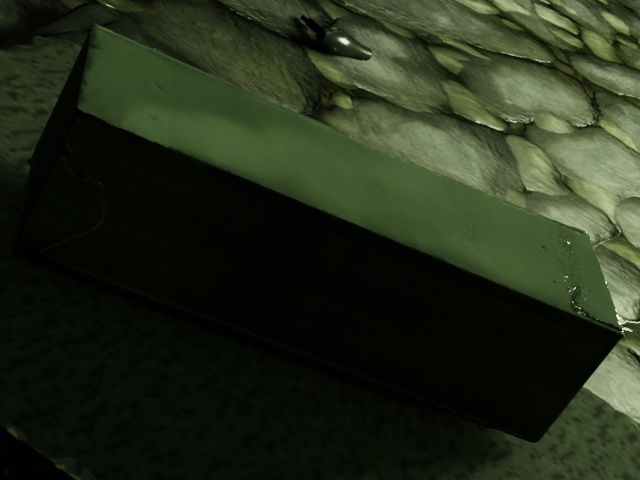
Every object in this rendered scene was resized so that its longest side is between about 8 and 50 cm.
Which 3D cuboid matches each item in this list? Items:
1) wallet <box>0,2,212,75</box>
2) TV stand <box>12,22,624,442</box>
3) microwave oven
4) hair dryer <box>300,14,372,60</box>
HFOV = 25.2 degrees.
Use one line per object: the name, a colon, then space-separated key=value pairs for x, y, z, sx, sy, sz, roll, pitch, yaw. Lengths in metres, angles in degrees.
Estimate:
wallet: x=-0.169 y=-0.105 z=1.217 sx=0.247 sy=0.041 sz=0.323 roll=32 pitch=30 yaw=6
TV stand: x=0.000 y=0.000 z=0.668 sx=0.269 sy=0.083 sz=0.088 roll=23 pitch=31 yaw=-17
microwave oven: x=-0.075 y=0.132 z=0.719 sx=0.432 sy=0.236 sz=0.374 roll=34 pitch=27 yaw=5
hair dryer: x=0.011 y=-0.232 z=1.607 sx=0.079 sy=0.031 sz=0.083 roll=15 pitch=22 yaw=-47
